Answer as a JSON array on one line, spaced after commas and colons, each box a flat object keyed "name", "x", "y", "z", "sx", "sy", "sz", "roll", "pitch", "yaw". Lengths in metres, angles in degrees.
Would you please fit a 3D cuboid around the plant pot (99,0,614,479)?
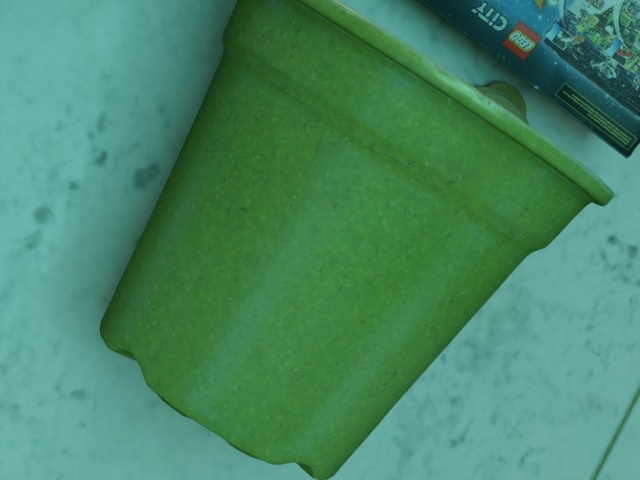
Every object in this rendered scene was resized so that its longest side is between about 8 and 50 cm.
[{"name": "plant pot", "x": 0.000, "y": 0.000, "z": 0.980, "sx": 0.276, "sy": 0.276, "sz": 0.254, "roll": 31, "pitch": 95, "yaw": -21}]

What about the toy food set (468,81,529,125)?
[{"name": "toy food set", "x": 0.116, "y": -0.074, "z": 1.126, "sx": 0.083, "sy": 0.020, "sz": 0.083, "roll": -7, "pitch": 98, "yaw": -21}]

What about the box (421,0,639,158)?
[{"name": "box", "x": 0.174, "y": -0.190, "z": 1.084, "sx": 0.233, "sy": 0.044, "sz": 0.159, "roll": 36, "pitch": 101, "yaw": -13}]
